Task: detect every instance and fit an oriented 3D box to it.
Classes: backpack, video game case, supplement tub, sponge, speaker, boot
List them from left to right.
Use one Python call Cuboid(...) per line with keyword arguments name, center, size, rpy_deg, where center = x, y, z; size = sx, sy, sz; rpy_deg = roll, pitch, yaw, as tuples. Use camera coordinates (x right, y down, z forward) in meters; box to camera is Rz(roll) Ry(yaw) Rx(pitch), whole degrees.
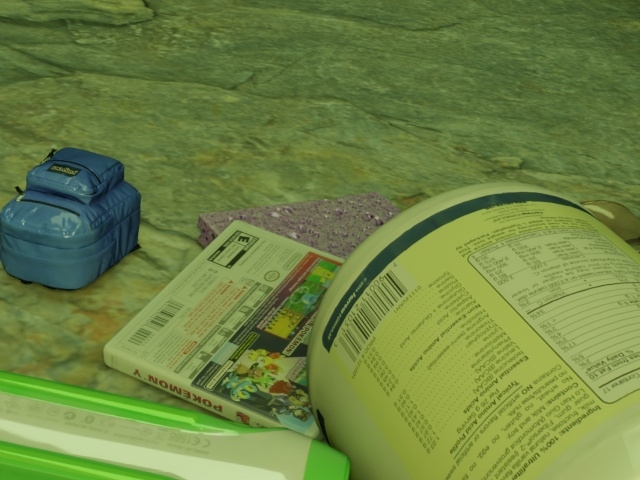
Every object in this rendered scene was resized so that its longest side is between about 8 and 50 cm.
Cuboid(name="backpack", center=(-0.221, -0.018, 0.948), size=(0.098, 0.101, 0.120), rpy_deg=(10, 30, 15))
Cuboid(name="speaker", center=(-0.138, 0.145, 0.627), size=(0.297, 0.131, 0.131), rpy_deg=(11, 27, 3))
Cuboid(name="video game case", center=(-0.041, 0.068, 0.888), size=(0.183, 0.023, 0.201), rpy_deg=(20, 39, 19))
Cuboid(name="sponge", center=(0.000, 0.000, 1.057), size=(0.210, 0.031, 0.117), rpy_deg=(-8, 32, -32))
Cuboid(name="supplement tub", center=(0.150, 0.132, 0.629), size=(0.235, 0.235, 0.325), rpy_deg=(-3, 30, -24))
Cuboid(name="boot", center=(0.319, -0.002, 1.157), size=(0.118, 0.042, 0.087), rpy_deg=(10, 29, 1))
